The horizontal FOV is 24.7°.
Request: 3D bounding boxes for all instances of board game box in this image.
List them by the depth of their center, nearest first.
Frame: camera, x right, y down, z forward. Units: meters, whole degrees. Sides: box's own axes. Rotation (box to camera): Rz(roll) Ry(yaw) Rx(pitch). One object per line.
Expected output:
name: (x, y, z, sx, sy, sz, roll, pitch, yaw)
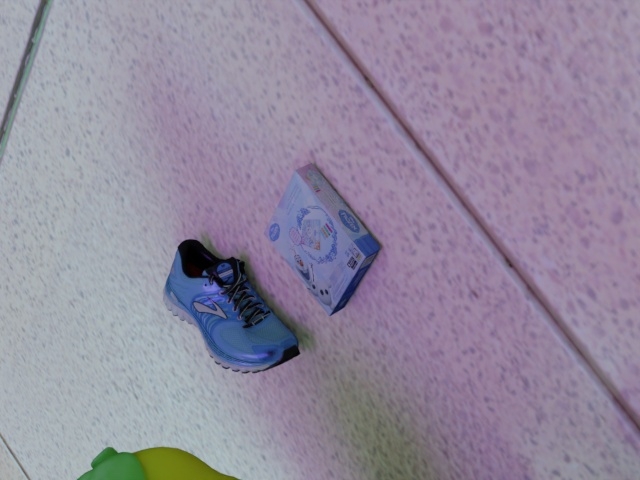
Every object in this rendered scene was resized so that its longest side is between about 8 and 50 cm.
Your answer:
board game box: (0.000, 0.000, 1.145, 0.090, 0.020, 0.090, 51, 144, 16)

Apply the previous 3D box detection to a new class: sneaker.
sneaker: (-0.080, 0.054, 1.251, 0.162, 0.063, 0.073, 34, 134, 35)

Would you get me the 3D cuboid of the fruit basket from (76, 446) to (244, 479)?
fruit basket: (-0.026, 0.310, 1.083, 0.283, 0.392, 0.392, 7, 118, 51)
